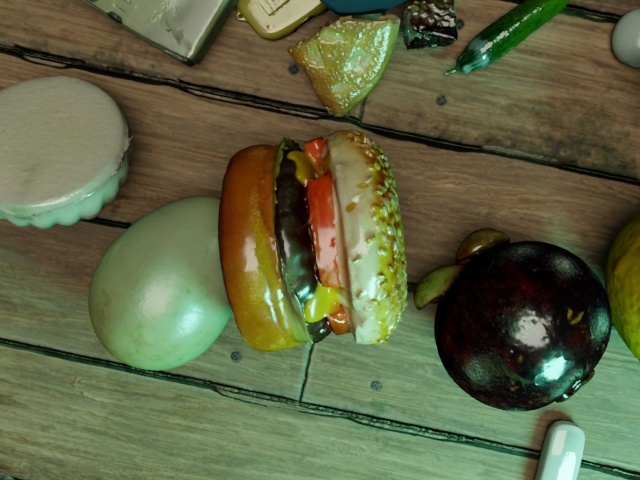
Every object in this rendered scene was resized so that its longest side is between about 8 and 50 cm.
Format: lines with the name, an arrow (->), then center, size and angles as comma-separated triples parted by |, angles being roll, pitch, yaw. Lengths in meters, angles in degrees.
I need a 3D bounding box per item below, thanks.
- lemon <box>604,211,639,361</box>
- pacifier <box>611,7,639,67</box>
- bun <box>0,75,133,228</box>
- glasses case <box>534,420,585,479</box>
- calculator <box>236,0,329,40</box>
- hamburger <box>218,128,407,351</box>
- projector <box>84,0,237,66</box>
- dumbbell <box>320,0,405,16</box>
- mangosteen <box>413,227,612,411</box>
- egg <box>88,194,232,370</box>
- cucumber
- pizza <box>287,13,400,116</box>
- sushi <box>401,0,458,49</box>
lemon -> 0.594, 0.080, 1.077 | 0.336, 0.336, 0.336 | 0, 98, 1
pacifier -> 0.553, -0.315, 1.108 | 0.207, 0.227, 0.279 | 23, 99, 38
bun -> -0.419, -0.114, 1.154 | 0.263, 0.175, 0.263 | 1, 60, -2
glasses case -> 0.412, 0.392, 1.251 | 0.063, 0.041, 0.164 | 10, 97, -2
calculator -> -0.042, -0.429, 1.158 | 0.236, 0.033, 0.157 | -37, 96, 8
hamburger -> 0.000, 0.000, 1.070 | 0.250, 0.330, 0.330 | -5, 97, 9
projector -> -0.264, -0.419, 1.132 | 0.269, 0.088, 0.194 | 33, 97, 0
dumbbell -> 0.055, -0.505, 1.064 | 0.159, 0.144, 0.325 | -7, 89, -10
mangosteen -> 0.296, 0.119, 1.111 | 0.288, 0.288, 0.288 | 0, 98, 1
egg -> -0.232, 0.062, 1.136 | 0.218, 0.218, 0.295 | 34, 89, -3
cucumber -> 0.305, -0.336, 1.152 | 0.250, 0.056, 0.056 | -37, 95, 5
pizza -> 0.027, -0.284, 1.137 | 0.161, 0.062, 0.182 | 10, 127, -12
sushi -> 0.169, -0.341, 1.132 | 0.084, 0.094, 0.098 | -2, 80, 1
